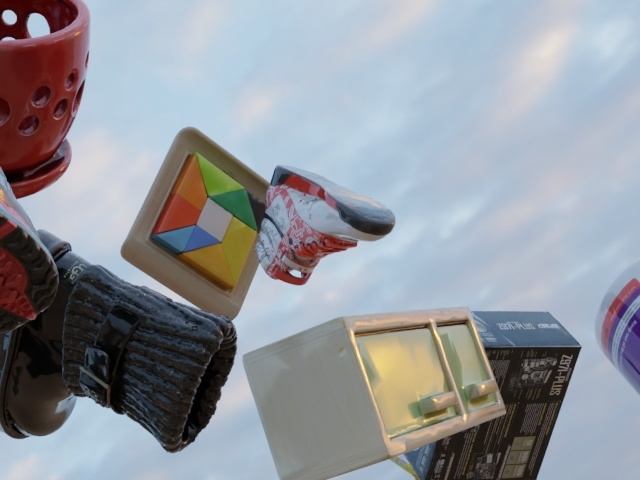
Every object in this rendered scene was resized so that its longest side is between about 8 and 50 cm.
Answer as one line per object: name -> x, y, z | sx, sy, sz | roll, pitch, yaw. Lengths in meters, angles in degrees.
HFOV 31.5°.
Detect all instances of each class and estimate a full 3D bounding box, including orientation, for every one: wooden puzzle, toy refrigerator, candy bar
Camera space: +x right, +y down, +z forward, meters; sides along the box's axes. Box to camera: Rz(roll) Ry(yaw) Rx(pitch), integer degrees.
wooden puzzle -> -0.171, -0.025, 1.757 | 0.221, 0.238, 0.044 | 36, -26, -27
toy refrigerator -> 0.056, 0.113, 0.882 | 0.094, 0.102, 0.269 | -23, -12, 23
candy bar -> 0.101, 0.298, 1.605 | 0.040, 0.161, 0.018 | -19, -62, -31

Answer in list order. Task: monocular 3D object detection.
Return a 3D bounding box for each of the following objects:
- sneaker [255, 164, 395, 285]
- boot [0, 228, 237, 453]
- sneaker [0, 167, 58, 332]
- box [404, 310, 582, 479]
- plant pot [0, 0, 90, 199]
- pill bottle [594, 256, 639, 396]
sneaker -> 0.001, 0.000, 1.491 | 0.090, 0.270, 0.145 | 10, -78, -32
boot -> -0.245, 0.165, 1.310 | 0.131, 0.260, 0.348 | -58, -9, -41
sneaker -> -0.276, -0.053, 0.766 | 0.104, 0.125, 0.262 | -28, -48, -11
box -> 0.182, 0.171, 1.241 | 0.147, 0.077, 0.180 | 1, -64, -22
plant pot -> -0.309, -0.138, 1.042 | 0.191, 0.191, 0.174 | -15, -54, -34
pill bottle -> 0.464, 0.156, 1.290 | 0.181, 0.323, 0.181 | -11, -54, -16
